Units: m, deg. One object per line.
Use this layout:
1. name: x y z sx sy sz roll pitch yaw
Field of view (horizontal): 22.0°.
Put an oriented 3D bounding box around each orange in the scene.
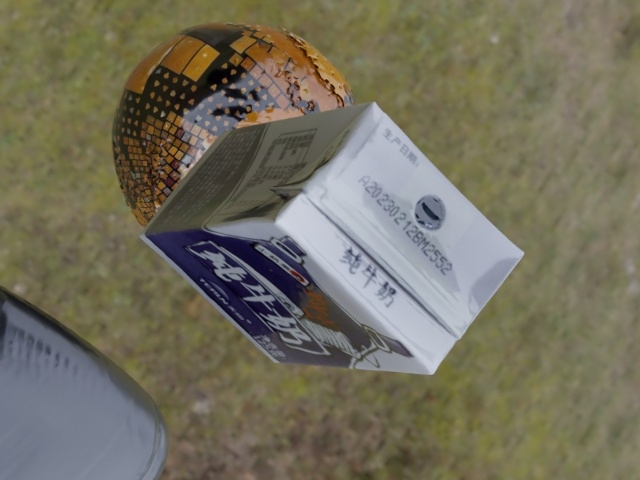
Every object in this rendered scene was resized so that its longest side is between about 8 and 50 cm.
1. orange: -0.079 -0.094 1.519 0.182 0.234 0.234 -90 -161 -57

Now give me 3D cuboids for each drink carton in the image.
1. drink carton: 0.001 0.001 0.998 0.102 0.134 0.222 -50 -161 -19

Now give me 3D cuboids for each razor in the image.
1. razor: -0.238 0.154 1.220 0.204 0.113 0.349 -47 154 -5
